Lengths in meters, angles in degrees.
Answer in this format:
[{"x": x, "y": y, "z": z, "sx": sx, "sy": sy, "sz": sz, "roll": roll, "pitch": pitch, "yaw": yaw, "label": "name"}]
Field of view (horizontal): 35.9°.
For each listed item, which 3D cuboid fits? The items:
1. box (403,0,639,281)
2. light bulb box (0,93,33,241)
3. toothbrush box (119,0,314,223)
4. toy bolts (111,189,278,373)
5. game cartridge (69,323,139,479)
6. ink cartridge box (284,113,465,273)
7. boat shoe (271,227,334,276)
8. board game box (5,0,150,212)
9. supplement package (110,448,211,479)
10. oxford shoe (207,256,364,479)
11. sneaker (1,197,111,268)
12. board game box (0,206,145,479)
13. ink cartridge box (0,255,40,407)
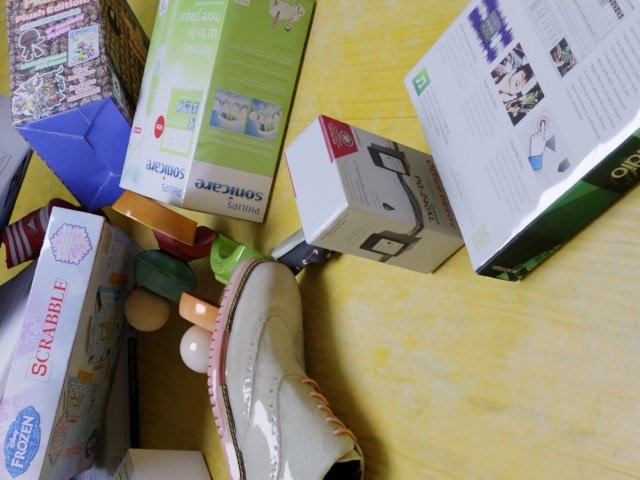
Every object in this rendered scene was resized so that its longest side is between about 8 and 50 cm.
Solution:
[{"x": 0.208, "y": -0.149, "z": 0.797, "sx": 0.322, "sy": 0.058, "sz": 0.232, "roll": -47, "pitch": 45, "yaw": 40, "label": "box"}, {"x": -0.585, "y": 0.001, "z": 1.381, "sx": 0.361, "sy": 0.225, "sz": 0.358, "roll": -57, "pitch": 15, "yaw": 39, "label": "light bulb box"}, {"x": -0.137, "y": -0.181, "z": 1.252, "sx": 0.206, "sy": 0.122, "sz": 0.283, "roll": 19, "pitch": 98, "yaw": 56, "label": "toothbrush box"}, {"x": -0.188, "y": 0.047, "z": 1.190, "sx": 0.158, "sy": 0.218, "sz": 0.228, "roll": -64, "pitch": 27, "yaw": -2, "label": "toy bolts"}, {"x": -0.342, "y": 0.280, "z": 1.477, "sx": 0.230, "sy": 0.068, "sz": 0.355, "roll": -31, "pitch": 56, "yaw": 43, "label": "game cartridge"}, {"x": 0.052, "y": -0.040, "z": 0.910, "sx": 0.063, "sy": 0.150, "sz": 0.109, "roll": -44, "pitch": 47, "yaw": 35, "label": "ink cartridge box"}, {"x": 0.001, "y": -0.001, "z": 1.071, "sx": 0.133, "sy": 0.042, "sz": 0.049, "roll": -34, "pitch": 12, "yaw": 43, "label": "boat shoe"}, {"x": -0.334, "y": -0.232, "z": 1.430, "sx": 0.141, "sy": 0.232, "sz": 0.291, "roll": -17, "pitch": 59, "yaw": 5, "label": "board game box"}, {"x": -0.214, "y": 0.356, "z": 1.223, "sx": 0.179, "sy": 0.105, "sz": 0.105, "roll": -58, "pitch": 39, "yaw": 28, "label": "supplement package"}, {"x": -0.020, "y": 0.195, "z": 1.000, "sx": 0.147, "sy": 0.140, "sz": 0.397, "roll": -16, "pitch": 65, "yaw": 26, "label": "oxford shoe"}, {"x": -0.399, "y": -0.003, "z": 1.481, "sx": 0.128, "sy": 0.221, "sz": 0.087, "roll": -18, "pitch": 71, "yaw": 11, "label": "sneaker"}, {"x": -0.307, "y": 0.139, "z": 1.232, "sx": 0.318, "sy": 0.066, "sz": 0.318, "roll": 102, "pitch": -179, "yaw": -82, "label": "board game box"}, {"x": -0.449, "y": 0.169, "z": 1.363, "sx": 0.261, "sy": 0.066, "sz": 0.296, "roll": -29, "pitch": 34, "yaw": 39, "label": "ink cartridge box"}]
